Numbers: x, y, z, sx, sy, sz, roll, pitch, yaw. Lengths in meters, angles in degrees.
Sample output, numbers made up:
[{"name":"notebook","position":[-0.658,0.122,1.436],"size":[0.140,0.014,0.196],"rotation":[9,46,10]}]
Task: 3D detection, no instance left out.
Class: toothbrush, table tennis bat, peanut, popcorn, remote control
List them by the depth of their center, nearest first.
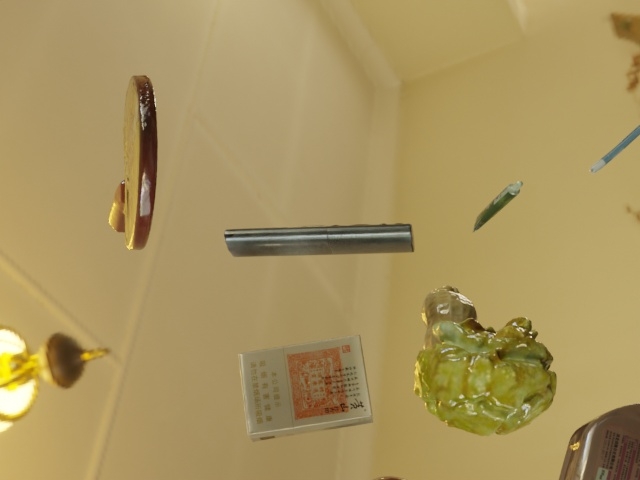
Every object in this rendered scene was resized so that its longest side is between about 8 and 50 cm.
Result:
[{"name":"popcorn","position":[0.257,0.213,1.655],"size":[0.204,0.221,0.184],"rotation":[-25,-61,-78]},{"name":"table tennis bat","position":[-0.299,-0.104,1.706],"size":[0.415,0.051,0.268],"rotation":[131,137,-66]},{"name":"toothbrush","position":[0.608,-0.214,1.981],"size":[0.025,0.275,0.019],"rotation":[47,172,11]},{"name":"remote control","position":[0.000,0.000,2.138],"size":[0.107,0.377,0.044],"rotation":[64,-154,-69]},{"name":"peanut","position":[0.284,0.201,2.311],"size":[0.130,0.130,0.290],"rotation":[59,-160,-28]}]

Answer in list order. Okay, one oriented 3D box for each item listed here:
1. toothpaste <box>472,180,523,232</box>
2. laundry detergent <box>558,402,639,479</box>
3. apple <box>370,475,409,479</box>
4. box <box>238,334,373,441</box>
[{"name":"toothpaste","position":[0.422,-0.085,2.534],"size":[0.031,0.204,0.049],"rotation":[30,-129,-10]},{"name":"laundry detergent","position":[0.376,0.268,1.116],"size":[0.076,0.237,0.171],"rotation":[98,-169,-71]},{"name":"apple","position":[0.151,0.639,2.349],"size":[0.218,0.218,0.201],"rotation":[60,-150,-27]},{"name":"box","position":[-0.023,0.236,1.687],"size":[0.058,0.201,0.141],"rotation":[79,-177,-68]}]
